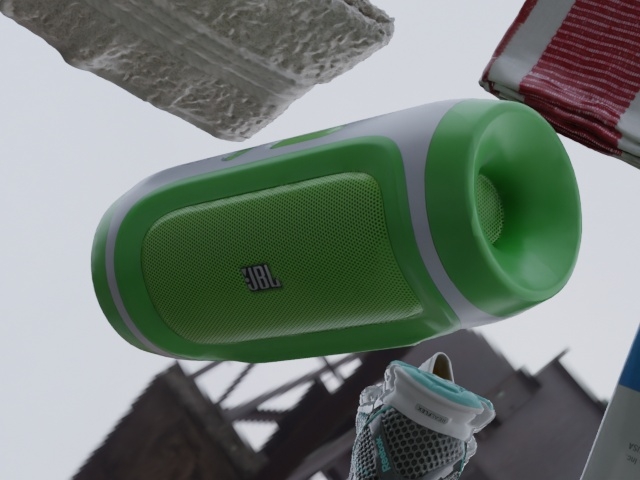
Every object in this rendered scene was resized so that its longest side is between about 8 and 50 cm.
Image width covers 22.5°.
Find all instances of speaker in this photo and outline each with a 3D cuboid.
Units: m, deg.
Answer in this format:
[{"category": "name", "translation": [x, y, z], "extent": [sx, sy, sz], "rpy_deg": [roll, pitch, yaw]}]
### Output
[{"category": "speaker", "translation": [0.000, 0.000, 0.946], "extent": [0.296, 0.131, 0.131], "rpy_deg": [-11, -81, 41]}]

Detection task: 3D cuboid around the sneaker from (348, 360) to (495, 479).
[{"category": "sneaker", "translation": [0.034, 0.108, 0.749], "extent": [0.065, 0.166, 0.076], "rpy_deg": [24, -104, 9]}]

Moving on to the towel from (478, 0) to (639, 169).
[{"category": "towel", "translation": [0.315, -0.142, 1.224], "extent": [0.329, 0.237, 0.037], "rpy_deg": [27, -17, 16]}]

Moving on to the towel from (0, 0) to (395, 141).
[{"category": "towel", "translation": [-0.098, -0.175, 1.224], "extent": [0.187, 0.282, 0.049], "rpy_deg": [-30, -131, 36]}]

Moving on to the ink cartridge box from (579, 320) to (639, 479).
[{"category": "ink cartridge box", "translation": [0.340, 0.270, 1.249], "extent": [0.285, 0.166, 0.395], "rpy_deg": [21, -89, 29]}]

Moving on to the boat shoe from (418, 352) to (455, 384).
[{"category": "boat shoe", "translation": [0.104, 0.137, 1.411], "extent": [0.035, 0.100, 0.035], "rpy_deg": [26, -56, -16]}]
